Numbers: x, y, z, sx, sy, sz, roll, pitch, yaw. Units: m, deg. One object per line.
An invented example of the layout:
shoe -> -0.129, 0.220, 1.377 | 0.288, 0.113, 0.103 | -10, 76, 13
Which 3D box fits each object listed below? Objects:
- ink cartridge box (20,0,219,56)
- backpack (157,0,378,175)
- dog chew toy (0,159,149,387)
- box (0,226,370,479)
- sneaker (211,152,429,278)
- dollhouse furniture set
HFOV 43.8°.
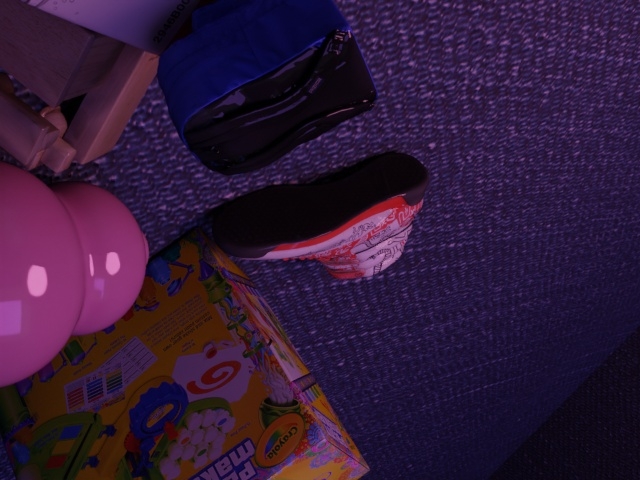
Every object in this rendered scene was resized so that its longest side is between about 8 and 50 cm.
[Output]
ink cartridge box -> -0.118, -0.232, 0.451 | 0.197, 0.114, 0.272 | -48, 147, 22
backpack -> -0.039, -0.103, 0.501 | 0.120, 0.101, 0.098 | -32, 150, 4
dog chew toy -> -0.273, 0.027, 0.591 | 0.331, 0.207, 0.207 | -10, 142, -48
box -> -0.155, 0.198, 0.853 | 0.290, 0.279, 0.177 | -35, 149, 0
sneaker -> 0.001, 0.001, 0.916 | 0.270, 0.090, 0.145 | -21, 144, -27
dollhouse furniture set -> -0.207, -0.138, 0.582 | 0.144, 0.123, 0.151 | -52, -179, 26
